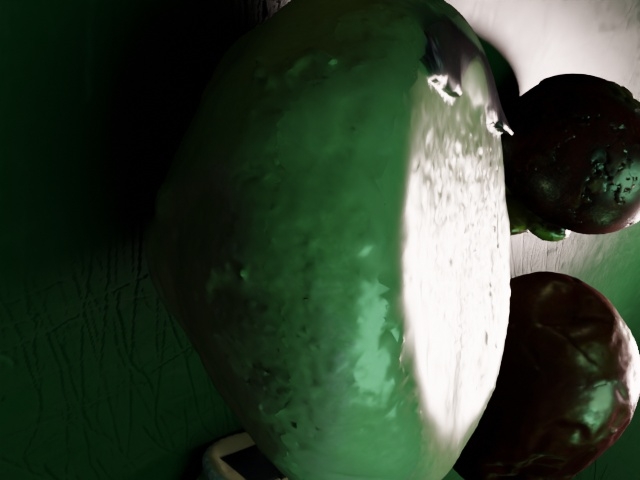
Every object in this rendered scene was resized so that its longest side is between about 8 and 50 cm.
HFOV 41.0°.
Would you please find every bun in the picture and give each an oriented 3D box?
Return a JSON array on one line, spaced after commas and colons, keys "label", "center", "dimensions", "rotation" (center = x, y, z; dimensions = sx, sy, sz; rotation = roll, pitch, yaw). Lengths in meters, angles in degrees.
[{"label": "bun", "center": [0.000, 0.000, 0.497], "dimensions": [0.293, 0.187, 0.293], "rotation": [-9, 100, -63]}]

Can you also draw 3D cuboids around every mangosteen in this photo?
[{"label": "mangosteen", "center": [0.238, -0.072, 0.825], "dimensions": [0.166, 0.166, 0.180], "rotation": [-19, 161, -48]}]

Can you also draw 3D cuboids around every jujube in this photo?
[{"label": "jujube", "center": [0.247, 0.180, 1.030], "dimensions": [0.223, 0.223, 0.318], "rotation": [-35, 154, -34]}]

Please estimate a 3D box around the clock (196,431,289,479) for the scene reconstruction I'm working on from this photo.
[{"label": "clock", "center": [-0.056, 0.263, 0.769], "dimensions": [0.194, 0.100, 0.195], "rotation": [-7, 123, -50]}]
